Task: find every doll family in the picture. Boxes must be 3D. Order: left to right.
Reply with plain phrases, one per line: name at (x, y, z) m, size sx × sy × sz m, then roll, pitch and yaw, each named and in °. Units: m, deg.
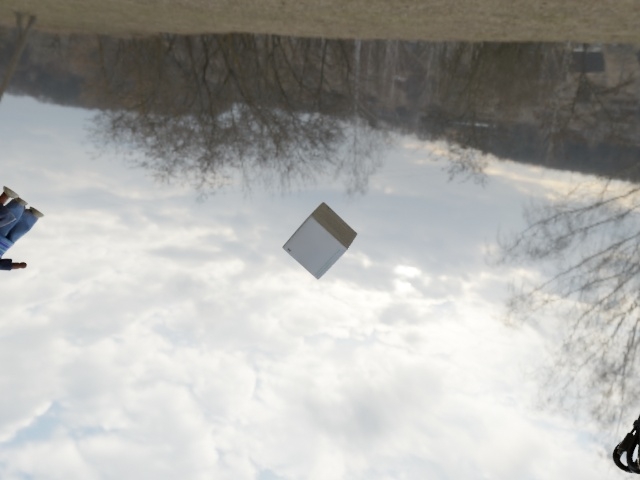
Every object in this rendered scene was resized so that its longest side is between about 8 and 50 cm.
doll family at (-0.382, -0.026, 0.591) m, size 0.193 × 0.111 × 0.076 m, roll 42°, pitch 162°, yaw -30°

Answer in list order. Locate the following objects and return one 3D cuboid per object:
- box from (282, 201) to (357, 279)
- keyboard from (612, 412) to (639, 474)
box at (0.000, 0.000, 1.151) m, size 0.102 × 0.101 × 0.087 m, roll 43°, pitch -153°, yaw -1°
keyboard at (0.253, 0.141, 0.371) m, size 0.108 × 0.023 × 0.180 m, roll 16°, pitch -127°, yaw 35°
